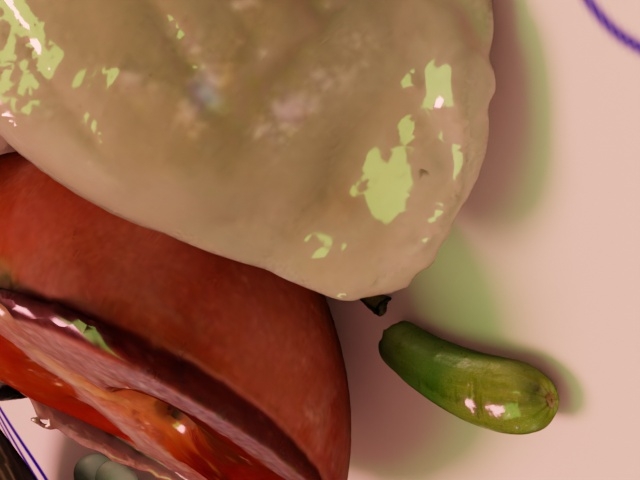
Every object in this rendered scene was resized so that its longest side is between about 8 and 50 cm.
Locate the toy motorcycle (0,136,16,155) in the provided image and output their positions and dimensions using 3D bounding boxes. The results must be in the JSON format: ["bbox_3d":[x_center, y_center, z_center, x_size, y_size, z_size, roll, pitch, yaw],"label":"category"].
[{"bbox_3d":[-0.200,-0.111,0.549,0.223,0.108,0.340,62,-173,23],"label":"toy motorcycle"}]

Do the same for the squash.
[{"bbox_3d":[0.050,0.049,0.471,0.089,0.027,0.027,16,124,55],"label":"squash"}]

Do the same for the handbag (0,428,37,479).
[{"bbox_3d":[-0.242,0.282,0.828,0.247,0.240,0.341,55,163,18],"label":"handbag"}]

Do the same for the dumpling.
[{"bbox_3d":[-0.041,-0.099,0.421,0.252,0.131,0.179,45,119,16],"label":"dumpling"}]

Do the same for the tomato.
[{"bbox_3d":[-0.068,0.030,0.550,0.228,0.112,0.199,19,156,30],"label":"tomato"}]

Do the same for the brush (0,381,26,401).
[{"bbox_3d":[-0.278,0.078,0.986,0.297,0.068,0.060,0,91,60],"label":"brush"}]

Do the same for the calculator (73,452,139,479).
[{"bbox_3d":[-0.065,0.257,0.789,0.184,0.042,0.295,-22,95,60],"label":"calculator"}]

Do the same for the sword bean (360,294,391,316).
[{"bbox_3d":[0.000,0.000,0.526,0.083,0.012,0.012,49,146,28],"label":"sword bean"}]
